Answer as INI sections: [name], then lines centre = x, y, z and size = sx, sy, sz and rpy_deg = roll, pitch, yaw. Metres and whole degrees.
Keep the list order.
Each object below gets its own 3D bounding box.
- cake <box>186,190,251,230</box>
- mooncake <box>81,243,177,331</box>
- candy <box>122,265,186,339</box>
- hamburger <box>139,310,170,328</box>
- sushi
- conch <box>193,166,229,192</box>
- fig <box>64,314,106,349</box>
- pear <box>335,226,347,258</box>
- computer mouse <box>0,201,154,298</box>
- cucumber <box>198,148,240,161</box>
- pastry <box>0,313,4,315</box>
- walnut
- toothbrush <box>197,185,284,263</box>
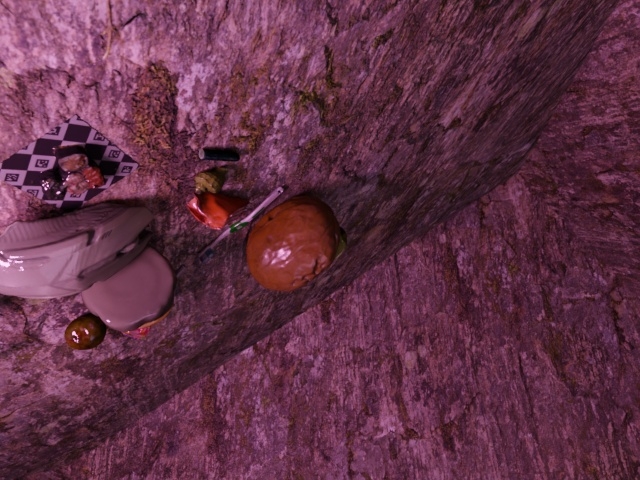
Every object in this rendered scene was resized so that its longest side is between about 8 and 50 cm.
[cake]
centre = -0.308, -0.089, 1.374
size = 0.098, 0.135, 0.287
rpy_deg = -55, 163, 15
[mooncake]
centre = -0.571, 0.139, 1.275
size = 0.275, 0.274, 0.135
rpy_deg = -23, 163, -26
[candy]
centre = -0.638, 0.233, 1.630
size = 0.365, 0.124, 0.124
rpy_deg = -46, 157, 10
[hamburger]
centre = -0.631, 0.217, 1.509
size = 0.215, 0.122, 0.189
rpy_deg = -22, 134, -28
[sushi]
centre = -0.558, -0.146, 0.958
size = 0.220, 0.047, 0.231
rpy_deg = -33, 159, 0
[conch]
centre = -0.321, -0.176, 1.239
size = 0.121, 0.074, 0.089
rpy_deg = -44, -167, -28
[fig]
centre = -0.822, 0.336, 1.531
size = 0.133, 0.127, 0.185
rpy_deg = -48, 154, 1
[pear]
centre = 0.000, 0.000, 1.950
size = 0.256, 0.164, 0.238
rpy_deg = -34, 150, -13
[computer mouse]
centre = -0.618, 0.037, 1.077
size = 0.429, 0.145, 0.228
rpy_deg = -26, 151, -42
[cucumber]
centre = -0.278, -0.238, 1.186
size = 0.133, 0.032, 0.032
rpy_deg = -7, 146, -48
[pastry]
centre = -0.900, 0.180, 0.973
size = 0.275, 0.192, 0.274
rpy_deg = -28, 160, -11
[walnut]
centre = -0.106, 0.014, 1.602
size = 0.398, 0.307, 0.354
rpy_deg = -40, 178, 11
[toothbrush]
centre = -0.296, -0.063, 1.550
size = 0.418, 0.040, 0.042
rpy_deg = -41, 157, 8
